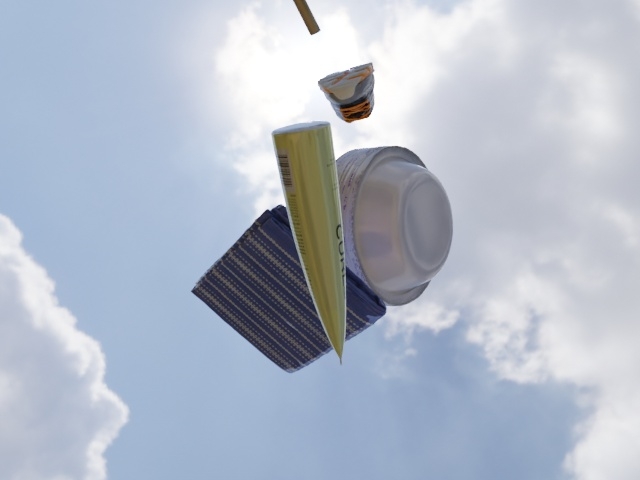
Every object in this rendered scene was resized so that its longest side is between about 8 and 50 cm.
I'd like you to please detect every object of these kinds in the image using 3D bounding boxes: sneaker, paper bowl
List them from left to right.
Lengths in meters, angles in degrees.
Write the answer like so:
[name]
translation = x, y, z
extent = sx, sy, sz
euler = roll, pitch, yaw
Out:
[sneaker]
translation = 0.048, -0.213, 1.357
extent = 0.084, 0.215, 0.083
euler = -14, -80, 8
[paper bowl]
translation = 0.128, -0.026, 1.620
extent = 0.148, 0.284, 0.284
euler = -2, -79, 39

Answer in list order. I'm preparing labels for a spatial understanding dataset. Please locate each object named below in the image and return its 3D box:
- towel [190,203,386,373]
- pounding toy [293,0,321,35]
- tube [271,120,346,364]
[towel]
translation = -0.059, 0.089, 1.497
extent = 0.243, 0.040, 0.336
euler = 42, -37, -6
[pounding toy]
translation = 0.026, -0.406, 1.197
extent = 0.183, 0.110, 0.237
euler = 53, -35, -4
[tube]
translation = 0.000, 0.000, 0.942
extent = 0.062, 0.070, 0.240
euler = 2, -72, 38
